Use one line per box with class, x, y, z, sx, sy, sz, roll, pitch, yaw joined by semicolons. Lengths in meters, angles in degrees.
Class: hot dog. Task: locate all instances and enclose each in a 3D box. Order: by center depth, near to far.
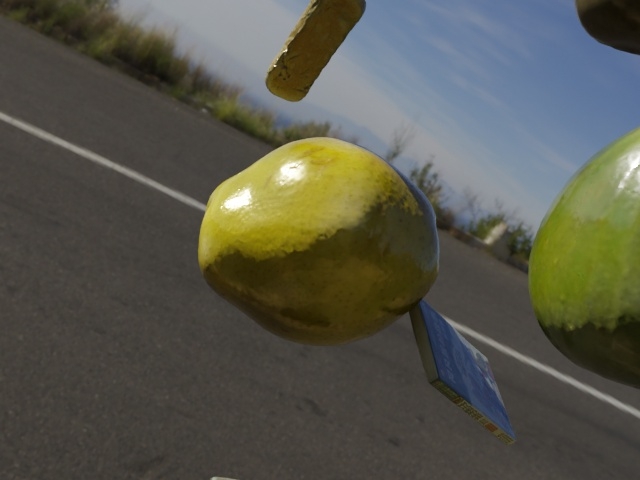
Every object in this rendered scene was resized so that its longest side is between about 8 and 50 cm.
hot dog;-0.012;-0.350;1.306;0.084;0.242;0.073;25;37;-19

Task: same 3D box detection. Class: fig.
fig;0.390;0.013;0.850;0.316;0.316;0.316;29;8;-4

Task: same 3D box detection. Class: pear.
pear;0.000;0.000;1.305;0.419;0.362;0.362;0;13;-8

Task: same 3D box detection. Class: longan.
longan;0.564;-0.432;1.293;0.215;0.245;0.246;5;23;-44

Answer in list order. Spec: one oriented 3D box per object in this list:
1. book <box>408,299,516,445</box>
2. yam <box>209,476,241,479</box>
book;0.255;0.235;1.365;0.264;0.027;0.202;41;26;-33
yam;-0.070;0.441;1.205;0.260;0.093;0.093;14;10;-9
